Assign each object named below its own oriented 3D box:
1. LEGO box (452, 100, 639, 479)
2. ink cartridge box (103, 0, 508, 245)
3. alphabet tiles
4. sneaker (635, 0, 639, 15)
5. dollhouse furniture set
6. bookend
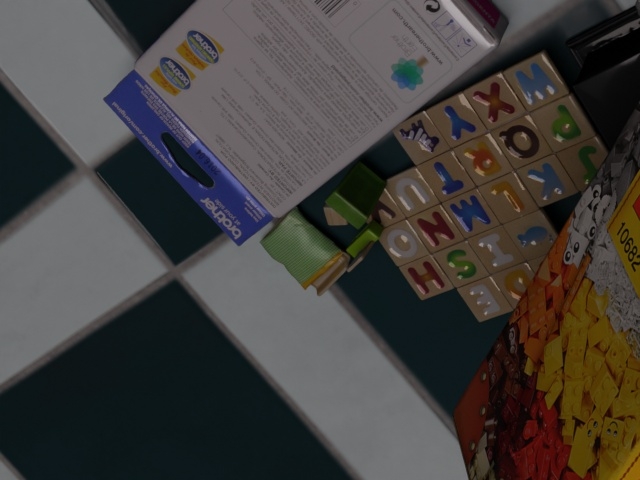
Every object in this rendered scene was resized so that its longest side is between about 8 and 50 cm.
[{"bbox_3d":[0.395,0.094,0.849,0.500,0.193,0.372,11,127,-18],"label":"LEGO box"},{"bbox_3d":[-0.021,-0.147,1.068,0.186,0.065,0.311,47,122,-9],"label":"ink cartridge box"},{"bbox_3d":[0.143,-0.030,1.084,0.237,0.009,0.198,-24,108,39],"label":"alphabet tiles"},{"bbox_3d":[0.273,-0.231,0.892,0.132,0.086,0.229,-13,112,24],"label":"sneaker"},{"bbox_3d":[0.000,0.000,1.138,0.076,0.058,0.152,40,131,-5],"label":"dollhouse furniture set"},{"bbox_3d":[0.239,-0.071,0.954,0.072,0.157,0.156,-26,108,31],"label":"bookend"}]
